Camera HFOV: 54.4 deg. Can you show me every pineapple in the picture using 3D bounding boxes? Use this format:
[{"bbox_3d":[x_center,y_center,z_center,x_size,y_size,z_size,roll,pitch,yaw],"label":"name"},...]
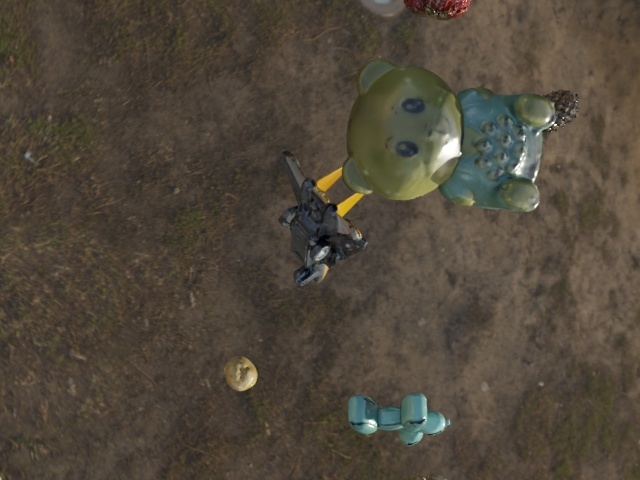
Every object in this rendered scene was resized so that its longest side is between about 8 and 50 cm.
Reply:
[{"bbox_3d":[0.477,-0.268,1.370,0.221,0.103,0.083,-29,72,-3],"label":"pineapple"}]

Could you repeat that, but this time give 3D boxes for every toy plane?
[{"bbox_3d":[-0.010,0.006,1.038,0.103,0.316,0.204,-29,66,-26],"label":"toy plane"}]

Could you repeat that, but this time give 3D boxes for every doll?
[{"bbox_3d":[0.160,-0.136,0.840,0.260,0.161,0.177,7,98,-18],"label":"doll"},{"bbox_3d":[0.128,0.285,0.990,0.159,0.159,0.059,-4,61,6],"label":"doll"}]

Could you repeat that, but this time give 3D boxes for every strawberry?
[{"bbox_3d":[0.225,-0.474,1.200,0.145,0.145,0.086,6,106,-31],"label":"strawberry"}]

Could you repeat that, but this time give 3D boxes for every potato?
[{"bbox_3d":[-0.154,0.261,1.211,0.062,0.083,0.068,-4,68,-1],"label":"potato"}]

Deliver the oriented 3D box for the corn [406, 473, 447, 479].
[{"bbox_3d":[0.056,0.312,0.463,0.086,0.086,0.288,51,44,-21],"label":"corn"}]
